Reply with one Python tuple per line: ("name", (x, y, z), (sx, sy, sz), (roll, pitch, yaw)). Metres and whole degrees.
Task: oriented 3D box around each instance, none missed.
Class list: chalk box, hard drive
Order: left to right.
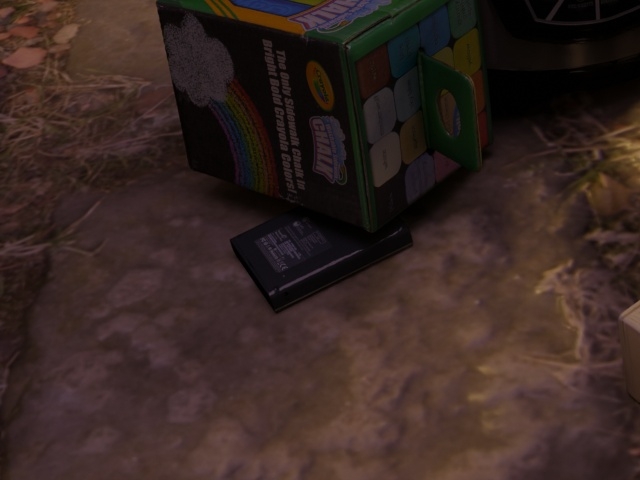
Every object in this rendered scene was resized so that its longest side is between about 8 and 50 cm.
("hard drive", (0.000, 0.000, 1.282), (0.135, 0.022, 0.094), (-26, 41, -11))
("chalk box", (0.031, -0.138, 1.281), (0.289, 0.180, 0.179), (20, 42, 37))

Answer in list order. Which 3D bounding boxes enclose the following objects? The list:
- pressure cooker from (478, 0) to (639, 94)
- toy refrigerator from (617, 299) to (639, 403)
("pressure cooker", (0.193, -0.388, 1.339), (0.375, 0.420, 0.370), (19, 46, 32))
("toy refrigerator", (0.351, 0.034, 1.072), (0.269, 0.094, 0.102), (-33, 43, -17))
